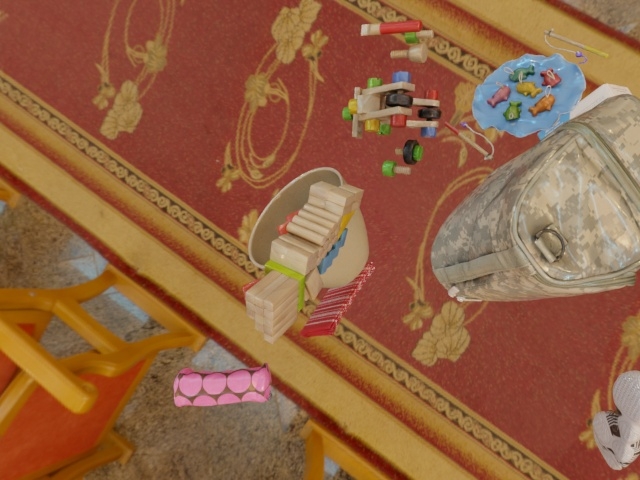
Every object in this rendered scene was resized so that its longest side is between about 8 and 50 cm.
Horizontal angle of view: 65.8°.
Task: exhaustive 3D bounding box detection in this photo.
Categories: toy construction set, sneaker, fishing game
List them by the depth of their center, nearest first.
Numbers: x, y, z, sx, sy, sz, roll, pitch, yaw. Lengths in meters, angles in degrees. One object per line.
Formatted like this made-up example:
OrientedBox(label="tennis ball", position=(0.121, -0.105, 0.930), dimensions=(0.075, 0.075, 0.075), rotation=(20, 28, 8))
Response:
OrientedBox(label="fishing game", position=(0.354, -0.259, 0.860), dimensions=(0.264, 0.041, 0.189), rotation=(-39, 48, 6))
OrientedBox(label="toy construction set", position=(0.135, -0.345, 1.156), dimensions=(0.237, 0.257, 0.309), rotation=(11, 125, 30))
OrientedBox(label="sneaker", position=(0.829, 0.446, 1.227), dimensions=(0.210, 0.137, 0.366), rotation=(-8, 130, 0))

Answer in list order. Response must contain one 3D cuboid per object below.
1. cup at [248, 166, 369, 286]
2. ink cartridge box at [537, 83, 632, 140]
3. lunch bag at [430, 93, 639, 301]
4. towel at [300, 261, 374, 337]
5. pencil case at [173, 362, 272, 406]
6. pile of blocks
OrientedBox(label="cup", position=(0.000, 0.000, 1.370), dimensions=(0.331, 0.331, 0.237), rotation=(-40, 122, 12))
OrientedBox(label="ink cartridge box", position=(0.769, -0.223, 1.327), dimensions=(0.223, 0.128, 0.308), rotation=(-42, 61, 50))
OrientedBox(label="lunch bag", position=(0.312, -0.021, 0.705), dimensions=(0.256, 0.305, 0.213), rotation=(-30, 86, -11))
OrientedBox(label="towel", position=(0.052, 0.190, 1.561), dimensions=(0.031, 0.198, 0.275), rotation=(44, 60, -13))
OrientedBox(label="pencil case", position=(-0.214, 0.319, 1.101), dimensions=(0.209, 0.098, 0.095), rotation=(-2, 111, 1))
OrientedBox(label="pile of blocks", position=(-0.045, 0.025, 0.996), dimensions=(0.112, 0.149, 0.362), rotation=(24, 64, 24))
